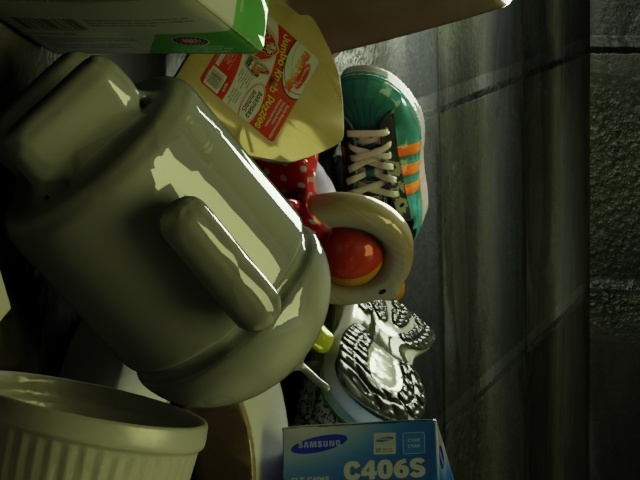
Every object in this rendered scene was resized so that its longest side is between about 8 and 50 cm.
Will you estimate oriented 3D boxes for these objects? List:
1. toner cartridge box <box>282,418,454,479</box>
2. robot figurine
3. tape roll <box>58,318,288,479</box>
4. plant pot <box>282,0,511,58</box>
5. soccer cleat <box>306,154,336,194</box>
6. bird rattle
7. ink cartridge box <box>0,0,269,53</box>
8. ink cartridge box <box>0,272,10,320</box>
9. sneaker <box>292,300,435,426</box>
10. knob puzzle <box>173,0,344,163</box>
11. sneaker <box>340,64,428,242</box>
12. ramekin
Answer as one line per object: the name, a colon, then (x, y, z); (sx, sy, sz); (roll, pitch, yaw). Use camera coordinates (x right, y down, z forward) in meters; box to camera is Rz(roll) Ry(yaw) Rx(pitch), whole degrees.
toner cartridge box: (0.065, 0.285, 1.955); (0.348, 0.165, 0.075); (70, 16, -66)
robot figurine: (-0.127, 0.002, 1.511); (0.200, 0.300, 0.353); (-43, 113, -8)
tape roll: (-0.136, 0.226, 1.728); (0.392, 0.072, 0.392); (-5, 90, -67)
plant pot: (0.074, -0.354, 1.985); (0.323, 0.280, 0.323); (4, 90, -68)
soccer cleat: (-0.030, -0.078, 2.051); (0.095, 0.083, 0.248); (-108, 173, -45)
bird rattle: (0.000, 0.000, 1.968); (0.143, 0.206, 0.254); (-90, 178, -52)
ink cartridge box: (-0.187, -0.247, 1.411); (0.289, 0.211, 0.122); (32, 64, -66)
ink cartridge box: (-0.324, 0.041, 1.258); (0.219, 0.092, 0.160); (-58, 145, -51)
sneaker: (0.024, 0.163, 2.164); (0.158, 0.182, 0.410); (41, 18, -7)
knob puzzle: (-0.054, -0.163, 1.876); (0.213, 0.030, 0.213); (10, 72, -33)
sneaker: (0.078, -0.085, 2.262); (0.302, 0.108, 0.121); (73, 25, -44)
ramekin: (-0.202, 0.181, 1.447); (0.207, 0.207, 0.109); (8, 94, -69)
